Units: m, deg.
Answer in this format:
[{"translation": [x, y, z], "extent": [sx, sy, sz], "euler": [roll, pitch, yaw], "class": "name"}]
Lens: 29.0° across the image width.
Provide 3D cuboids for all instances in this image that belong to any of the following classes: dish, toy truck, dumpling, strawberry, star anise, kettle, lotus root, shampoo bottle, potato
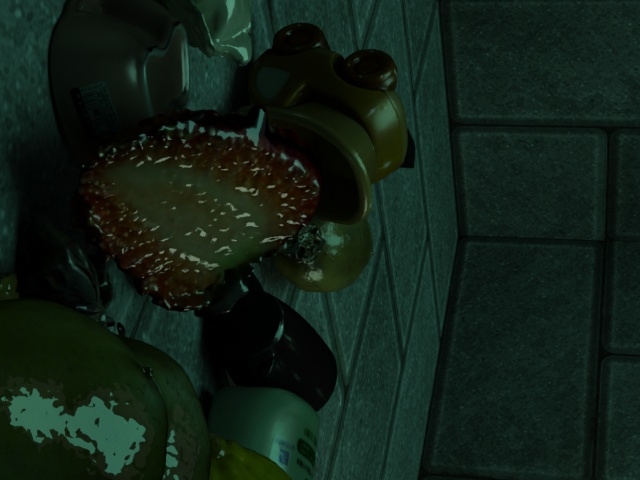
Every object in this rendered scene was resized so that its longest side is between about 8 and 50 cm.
[{"translation": [-0.196, -0.172, 1.296], "extent": [0.213, 0.091, 0.213], "euler": [3, 90, -76], "class": "dish"}, {"translation": [0.002, -0.166, 1.790], "extent": [0.211, 0.288, 0.204], "euler": [-46, 145, -32], "class": "toy truck"}, {"translation": [-0.142, -0.299, 1.473], "extent": [0.136, 0.118, 0.199], "euler": [-10, 74, -62], "class": "dumpling"}, {"translation": [-0.135, -0.066, 1.247], "extent": [0.137, 0.233, 0.306], "euler": [52, 2, 37], "class": "strawberry"}, {"translation": [-0.234, 0.090, 1.175], "extent": [0.209, 0.089, 0.231], "euler": [-94, 179, -62], "class": "star anise"}, {"translation": [-0.075, 0.135, 1.772], "extent": [0.232, 0.144, 0.202], "euler": [62, 13, -60], "class": "kettle"}, {"translation": [0.000, 0.000, 2.004], "extent": [0.343, 0.152, 0.169], "euler": [11, 82, -79], "class": "lotus root"}, {"translation": [-0.096, 0.383, 1.666], "extent": [0.222, 0.151, 0.349], "euler": [65, 30, -59], "class": "shampoo bottle"}, {"translation": [-0.219, 0.157, 0.949], "extent": [0.351, 0.203, 0.218], "euler": [41, 65, -56], "class": "potato"}]

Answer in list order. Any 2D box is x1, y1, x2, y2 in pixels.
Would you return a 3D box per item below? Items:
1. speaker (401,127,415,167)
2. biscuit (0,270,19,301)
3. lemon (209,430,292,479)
[{"translation": [0.041, -0.153, 2.007], "extent": [0.082, 0.218, 0.044], "euler": [48, 47, -69], "class": "speaker"}, {"translation": [-0.307, 0.122, 1.022], "extent": [0.237, 0.026, 0.131], "euler": [-51, 140, -67], "class": "biscuit"}, {"translation": [-0.126, 0.352, 1.330], "extent": [0.268, 0.268, 0.321], "euler": [-24, 116, -75], "class": "lemon"}]
